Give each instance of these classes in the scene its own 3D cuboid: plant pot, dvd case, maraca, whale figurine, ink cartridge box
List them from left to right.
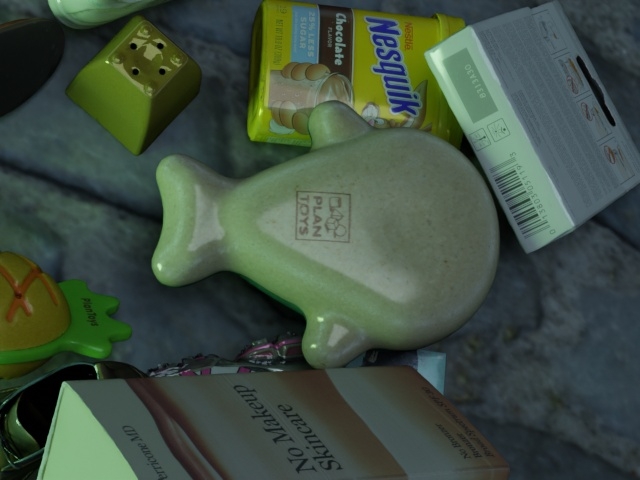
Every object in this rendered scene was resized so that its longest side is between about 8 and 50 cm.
[{"bbox_3d":[-0.236,0.056,1.359,0.186,0.099,0.127,2,31,-22],"label":"maraca"},{"bbox_3d":[-0.144,-0.132,1.442,0.081,0.083,0.081,41,70,-1],"label":"plant pot"},{"bbox_3d":[0.000,0.000,1.417,0.272,0.141,0.216,3,76,-12],"label":"whale figurine"},{"bbox_3d":[0.056,0.144,1.461,0.087,0.013,0.119,9,76,-12],"label":"dvd case"},{"bbox_3d":[0.183,-0.101,1.492,0.181,0.056,0.225,62,27,0],"label":"ink cartridge box"}]

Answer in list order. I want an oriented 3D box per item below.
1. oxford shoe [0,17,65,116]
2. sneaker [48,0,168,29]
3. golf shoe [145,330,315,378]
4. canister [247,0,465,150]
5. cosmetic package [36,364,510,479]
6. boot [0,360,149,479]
[{"bbox_3d":[-0.297,-0.127,1.413,0.212,0.076,0.076,-31,46,-29],"label":"oxford shoe"},{"bbox_3d":[-0.112,-0.229,1.456,0.212,0.094,0.080,-34,107,-28],"label":"sneaker"},{"bbox_3d":[-0.080,0.128,1.400,0.186,0.067,0.086,-12,79,-17],"label":"golf shoe"},{"bbox_3d":[0.029,-0.132,1.494,0.170,0.073,0.126,5,74,-12],"label":"canister"},{"bbox_3d":[-0.035,0.180,1.279,0.296,0.153,0.129,-1,120,-34],"label":"cosmetic package"},{"bbox_3d":[-0.232,0.137,1.313,0.219,0.106,0.082,-25,74,1],"label":"boot"}]
